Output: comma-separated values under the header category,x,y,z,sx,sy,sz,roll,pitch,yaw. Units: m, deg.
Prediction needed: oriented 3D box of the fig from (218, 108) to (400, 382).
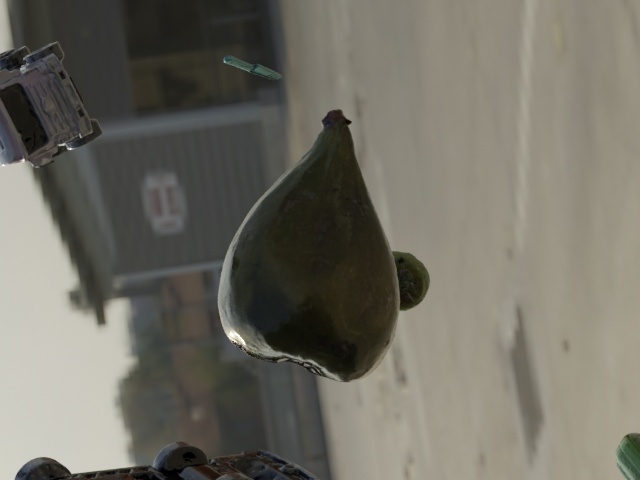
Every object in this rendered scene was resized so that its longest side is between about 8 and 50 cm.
category,x,y,z,sx,sy,sz,roll,pitch,yaw
fig,0.004,0.012,1.385,0.126,0.133,0.185,70,-146,-51

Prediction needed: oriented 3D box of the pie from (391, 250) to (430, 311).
category,x,y,z,sx,sy,sz,roll,pitch,yaw
pie,0.075,0.044,2.035,0.021,0.084,0.084,-81,-12,-50

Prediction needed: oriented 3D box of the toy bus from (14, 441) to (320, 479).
category,x,y,z,sx,sy,sz,roll,pitch,yaw
toy bus,-0.154,0.294,1.761,0.143,0.305,0.179,18,109,57

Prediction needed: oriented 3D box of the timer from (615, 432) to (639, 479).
category,x,y,z,sx,sy,sz,roll,pitch,yaw
timer,0.362,0.245,1.889,0.047,0.140,0.128,-61,25,15

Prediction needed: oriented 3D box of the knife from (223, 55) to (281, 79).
category,x,y,z,sx,sy,sz,roll,pitch,yaw
knife,-0.067,-0.175,1.928,0.091,0.014,0.005,15,-128,-55

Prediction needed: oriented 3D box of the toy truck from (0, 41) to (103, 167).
category,x,y,z,sx,sy,sz,roll,pitch,yaw
toy truck,-0.296,-0.113,1.796,0.110,0.116,0.216,64,160,-12
